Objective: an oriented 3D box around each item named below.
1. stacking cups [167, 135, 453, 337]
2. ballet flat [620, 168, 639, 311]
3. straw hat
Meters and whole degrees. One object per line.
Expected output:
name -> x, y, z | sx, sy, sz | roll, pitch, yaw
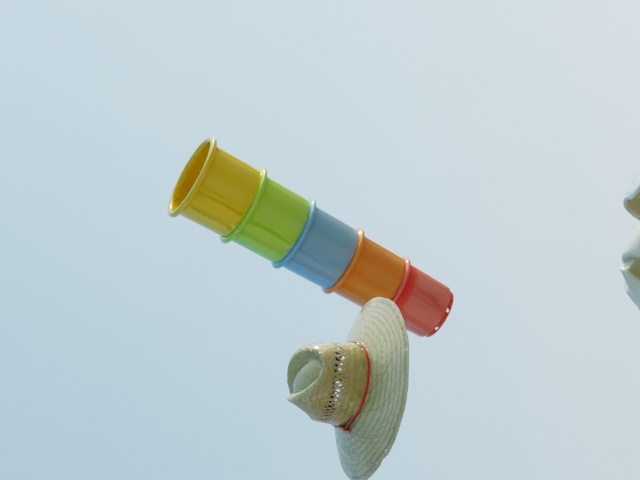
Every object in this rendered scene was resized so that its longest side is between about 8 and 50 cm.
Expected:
stacking cups -> 0.000, 0.000, 1.751 | 0.316, 0.096, 0.096 | 26, -122, -16
ballet flat -> 0.187, 0.000, 0.813 | 0.248, 0.086, 0.086 | 79, -157, -63
straw hat -> 0.008, 0.101, 1.185 | 0.144, 0.061, 0.144 | -172, 90, -71
